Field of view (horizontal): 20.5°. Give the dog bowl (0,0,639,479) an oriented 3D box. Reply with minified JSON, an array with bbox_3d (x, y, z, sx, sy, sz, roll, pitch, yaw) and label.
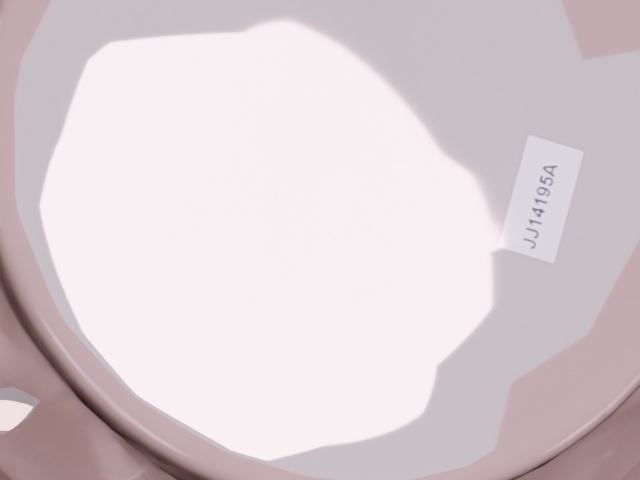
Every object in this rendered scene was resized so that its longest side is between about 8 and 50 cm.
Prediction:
[{"bbox_3d":[0.011,-0.036,0.609,0.349,0.102,0.348,0,88,-8],"label":"dog bowl"}]
